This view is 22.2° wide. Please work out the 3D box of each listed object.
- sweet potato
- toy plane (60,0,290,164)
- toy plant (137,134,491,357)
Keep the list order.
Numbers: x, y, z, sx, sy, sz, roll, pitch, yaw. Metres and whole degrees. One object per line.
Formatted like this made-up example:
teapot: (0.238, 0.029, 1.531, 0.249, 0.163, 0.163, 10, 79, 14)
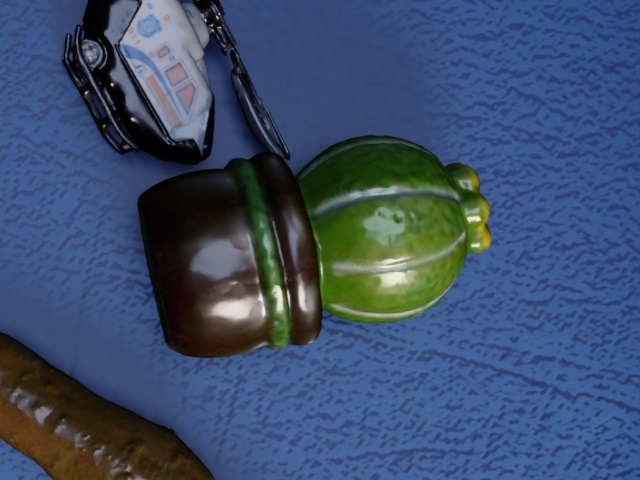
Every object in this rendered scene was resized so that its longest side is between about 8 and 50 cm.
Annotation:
sweet potato: (-0.089, 0.117, 0.768, 0.274, 0.067, 0.067, 39, 83, 1)
toy plane: (-0.089, -0.110, 0.779, 0.078, 0.053, 0.197, -28, 98, -12)
toy plant: (0.000, 0.000, 0.770, 0.162, 0.093, 0.093, -11, 88, -8)
